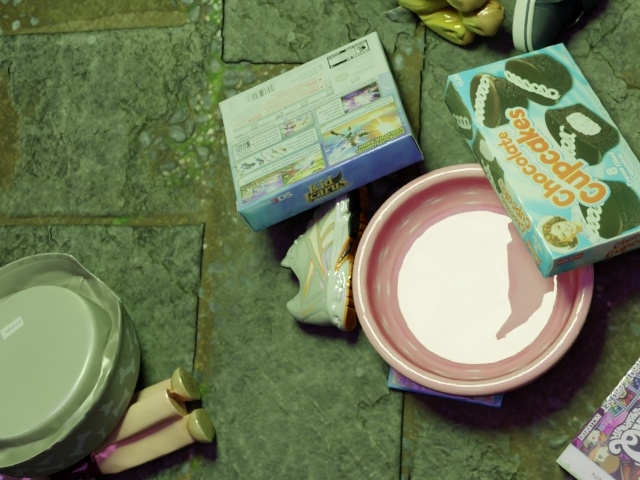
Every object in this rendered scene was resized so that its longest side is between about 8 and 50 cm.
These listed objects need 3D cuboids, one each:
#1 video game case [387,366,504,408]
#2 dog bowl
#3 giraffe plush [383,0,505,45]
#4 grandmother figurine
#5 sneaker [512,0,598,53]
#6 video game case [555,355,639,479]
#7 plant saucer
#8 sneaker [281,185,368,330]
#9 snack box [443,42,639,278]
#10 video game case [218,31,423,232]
[{"bbox_3d":[0.187,0.166,1.697,0.166,0.015,0.119,9,81,17],"label":"video game case"},{"bbox_3d":[-0.423,0.192,1.765,0.349,0.102,0.348,-13,55,19],"label":"dog bowl"},{"bbox_3d":[0.196,-0.406,1.754,0.210,0.181,0.170,14,69,52],"label":"giraffe plush"},{"bbox_3d":[-0.338,0.305,1.774,0.342,0.104,0.207,-27,64,6],"label":"grandmother figurine"},{"bbox_3d":[0.382,-0.409,1.701,0.128,0.126,0.321,20,83,24],"label":"sneaker"},{"bbox_3d":[0.467,0.273,1.581,0.210,0.042,0.232,40,91,17],"label":"video game case"},{"bbox_3d":[0.214,0.059,1.663,0.332,0.084,0.332,-4,71,12],"label":"plant saucer"},{"bbox_3d":[0.000,0.000,1.743,0.121,0.099,0.262,0,78,20],"label":"sneaker"},{"bbox_3d":[0.320,-0.115,1.628,0.187,0.060,0.322,-18,61,-14],"label":"snack box"},{"bbox_3d":[-0.006,-0.162,1.741,0.270,0.061,0.244,-23,45,11],"label":"video game case"}]
